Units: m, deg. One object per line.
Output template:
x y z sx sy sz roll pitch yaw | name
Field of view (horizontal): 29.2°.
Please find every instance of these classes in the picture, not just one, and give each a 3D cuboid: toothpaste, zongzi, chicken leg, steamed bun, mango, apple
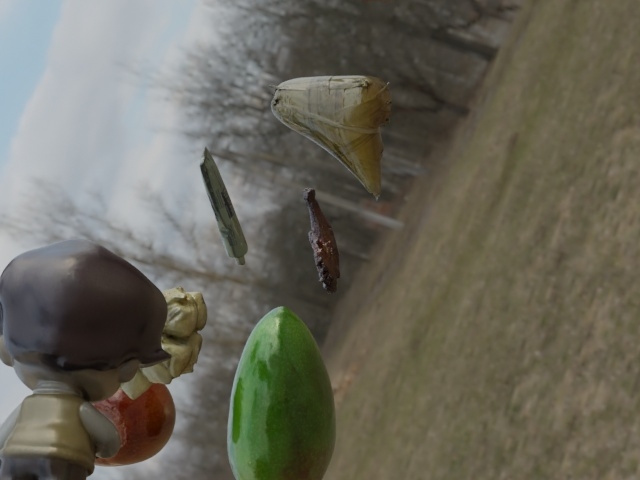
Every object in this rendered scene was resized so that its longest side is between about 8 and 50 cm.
-0.160 -0.050 2.025 0.060 0.038 0.233 -88 -14 -52 | toothpaste
0.018 -0.166 1.975 0.099 0.194 0.197 -21 -68 -61 | zongzi
0.001 0.002 2.378 0.093 0.053 0.205 32 -139 -74 | chicken leg
-0.283 0.154 1.956 0.106 0.177 0.192 44 -128 -63 | steamed bun
-0.072 0.314 2.306 0.225 0.201 0.382 -5 -82 -52 | mango
-0.400 0.335 2.352 0.173 0.235 0.210 -58 -51 -73 | apple

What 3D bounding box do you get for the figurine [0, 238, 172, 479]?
-0.304 0.177 1.527 0.206 0.218 0.365 27 -117 -62 | figurine
